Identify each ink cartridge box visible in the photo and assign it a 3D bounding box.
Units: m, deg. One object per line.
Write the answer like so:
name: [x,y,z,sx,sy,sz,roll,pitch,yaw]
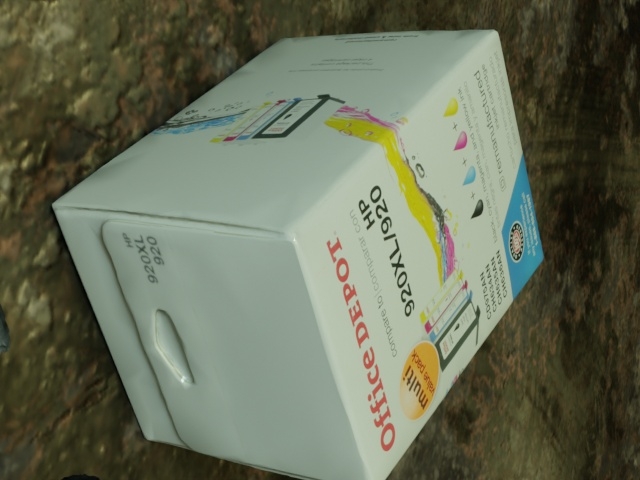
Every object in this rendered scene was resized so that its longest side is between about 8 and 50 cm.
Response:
ink cartridge box: [0.000,0.000,0.666,0.232,0.168,0.171,-46,129,-42]

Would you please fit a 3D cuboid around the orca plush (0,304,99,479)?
orca plush: [-0.182,0.031,0.473,0.287,0.151,0.102,52,21,-40]
